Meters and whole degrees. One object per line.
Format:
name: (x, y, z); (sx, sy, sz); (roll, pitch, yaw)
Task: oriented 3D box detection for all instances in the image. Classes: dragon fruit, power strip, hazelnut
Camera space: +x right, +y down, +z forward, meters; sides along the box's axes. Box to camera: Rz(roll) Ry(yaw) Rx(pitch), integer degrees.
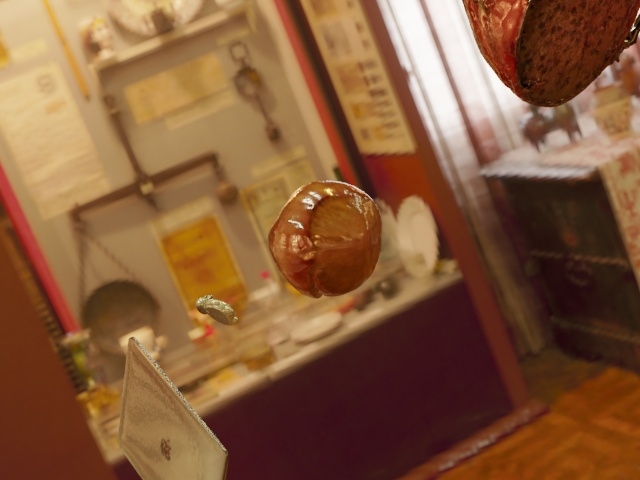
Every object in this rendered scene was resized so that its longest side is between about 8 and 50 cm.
dragon fruit: (0.204, -0.250, 1.143); (0.148, 0.218, 0.224); (32, 56, 33)
power strip: (-0.163, 0.108, 1.922); (0.083, 0.055, 0.035); (15, 55, 38)
hazelnut: (0.000, 0.000, 1.777); (0.182, 0.182, 0.182); (-21, 12, 5)

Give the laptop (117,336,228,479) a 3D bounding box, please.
laptop: (-0.193, 0.265, 1.534); (0.015, 0.188, 0.269); (-10, 34, -33)
